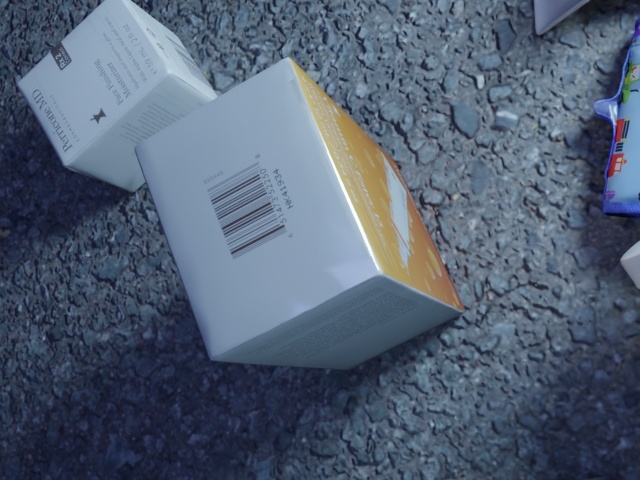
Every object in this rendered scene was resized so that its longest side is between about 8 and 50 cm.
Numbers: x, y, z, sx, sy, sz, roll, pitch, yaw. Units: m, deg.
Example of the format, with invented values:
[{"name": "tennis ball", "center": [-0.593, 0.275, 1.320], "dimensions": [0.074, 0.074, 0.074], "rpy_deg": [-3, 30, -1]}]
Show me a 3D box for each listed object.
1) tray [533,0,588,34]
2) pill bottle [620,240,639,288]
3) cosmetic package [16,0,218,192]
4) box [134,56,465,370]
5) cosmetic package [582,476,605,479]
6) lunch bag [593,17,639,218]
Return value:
[{"name": "tray", "center": [0.289, -0.384, 0.929], "dimensions": [0.030, 0.145, 0.270], "rpy_deg": [3, 79, -19]}, {"name": "pill bottle", "center": [0.403, 0.095, 0.745], "dimensions": [0.152, 0.152, 0.272], "rpy_deg": [-37, 83, 11]}, {"name": "cosmetic package", "center": [-0.257, -0.187, 1.072], "dimensions": [0.184, 0.151, 0.151], "rpy_deg": [-39, 69, 11]}, {"name": "box", "center": [0.000, 0.000, 0.837], "dimensions": [0.168, 0.345, 0.215], "rpy_deg": [-27, 72, 14]}, {"name": "cosmetic package", "center": [0.141, 0.320, 0.669], "dimensions": [0.230, 0.453, 0.161], "rpy_deg": [-21, 74, 17]}, {"name": "lunch bag", "center": [0.423, -0.122, 0.828], "dimensions": [0.293, 0.138, 0.221], "rpy_deg": [8, 86, 31]}]
